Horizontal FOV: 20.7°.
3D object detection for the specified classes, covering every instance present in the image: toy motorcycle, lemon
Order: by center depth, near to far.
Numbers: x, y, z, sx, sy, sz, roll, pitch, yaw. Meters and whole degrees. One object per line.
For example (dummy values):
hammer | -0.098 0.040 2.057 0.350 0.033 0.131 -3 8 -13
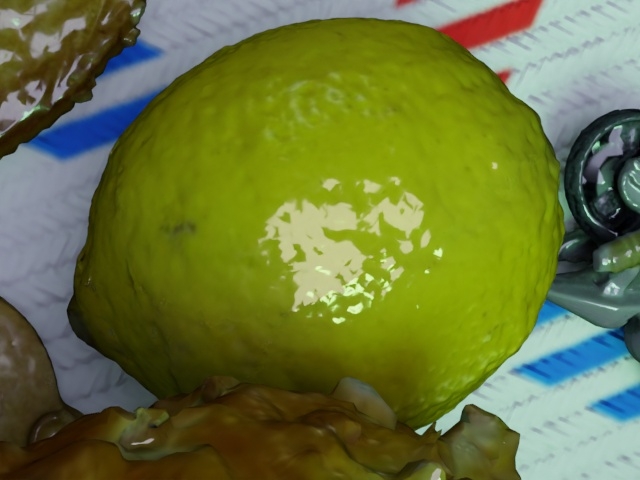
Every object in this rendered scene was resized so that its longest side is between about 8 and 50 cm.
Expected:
lemon | 0.002 0.000 0.715 0.193 0.181 0.180 -8 94 -34
toy motorcycle | 0.199 0.039 0.809 0.225 0.073 0.152 20 90 -13

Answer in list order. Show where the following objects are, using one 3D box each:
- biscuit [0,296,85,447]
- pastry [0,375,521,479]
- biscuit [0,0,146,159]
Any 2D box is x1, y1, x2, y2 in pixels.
biscuit | -0.207 0.046 0.739 0.184 0.035 0.249 -37 99 -9
pastry | -0.084 0.220 0.536 0.405 0.337 0.292 -39 74 9
biscuit | -0.204 -0.163 0.718 0.305 0.038 0.305 1 84 -13
